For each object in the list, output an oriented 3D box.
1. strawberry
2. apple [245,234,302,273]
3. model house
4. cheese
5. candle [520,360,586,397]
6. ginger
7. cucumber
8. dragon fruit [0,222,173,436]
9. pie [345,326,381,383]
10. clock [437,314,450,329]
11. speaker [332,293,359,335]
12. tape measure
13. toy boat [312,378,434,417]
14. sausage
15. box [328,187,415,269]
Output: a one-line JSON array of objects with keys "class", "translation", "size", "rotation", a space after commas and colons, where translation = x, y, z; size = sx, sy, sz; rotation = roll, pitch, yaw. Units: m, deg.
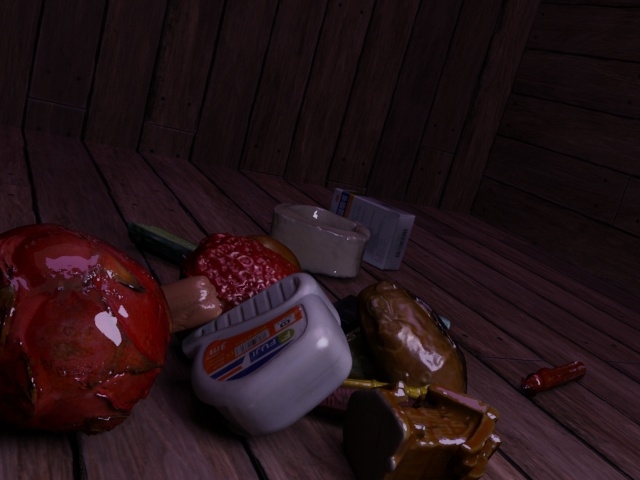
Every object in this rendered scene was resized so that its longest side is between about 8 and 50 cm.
[{"class": "strawberry", "translation": [-0.142, 0.109, 1.333], "size": [0.276, 0.258, 0.257], "rotation": [4, 13, 2]}, {"class": "apple", "translation": [-0.132, 0.086, 1.564], "size": [0.195, 0.196, 0.196], "rotation": [15, 13, -4]}, {"class": "model house", "translation": [0.168, 0.301, 1.046], "size": [0.229, 0.200, 0.220], "rotation": [7, 28, -19]}, {"class": "cheese", "translation": [0.002, -0.003, 2.152], "size": [0.332, 0.153, 0.292], "rotation": [25, 16, 29]}, {"class": "candle", "translation": [0.574, 0.329, 1.675], "size": [0.048, 0.051, 0.329], "rotation": [14, 8, 40]}, {"class": "ginger", "translation": [0.168, 0.196, 1.304], "size": [0.165, 0.172, 0.321], "rotation": [-24, 62, -5]}, {"class": "cucumber", "translation": [-0.385, 0.023, 1.801], "size": [0.243, 0.063, 0.115], "rotation": [22, 6, 25]}, {"class": "dragon fruit", "translation": [-0.363, 0.127, 0.952], "size": [0.301, 0.296, 0.295], "rotation": [31, 6, -26]}, {"class": "pie", "translation": [0.133, 0.238, 1.462], "size": [0.201, 0.090, 0.248], "rotation": [26, 21, 23]}, {"class": "clock", "translation": [0.225, 0.219, 1.700], "size": [0.159, 0.066, 0.211], "rotation": [19, 14, 19]}, {"class": "speaker", "translation": [0.067, 0.185, 1.698], "size": [0.082, 0.044, 0.218], "rotation": [21, 14, 20]}, {"class": "tape measure", "translation": [-0.086, 0.188, 1.111], "size": [0.130, 0.258, 0.265], "rotation": [57, 5, -31]}, {"class": "toy boat", "translation": [0.036, 0.258, 1.202], "size": [0.317, 0.099, 0.141], "rotation": [11, -23, 12]}, {"class": "sausage", "translation": [-0.309, 0.131, 1.156], "size": [0.288, 0.086, 0.086], "rotation": [-17, 13, 4]}, {"class": "box", "translation": [0.161, -0.042, 2.392], "size": [0.299, 0.200, 0.106], "rotation": [26, 16, 38]}]
